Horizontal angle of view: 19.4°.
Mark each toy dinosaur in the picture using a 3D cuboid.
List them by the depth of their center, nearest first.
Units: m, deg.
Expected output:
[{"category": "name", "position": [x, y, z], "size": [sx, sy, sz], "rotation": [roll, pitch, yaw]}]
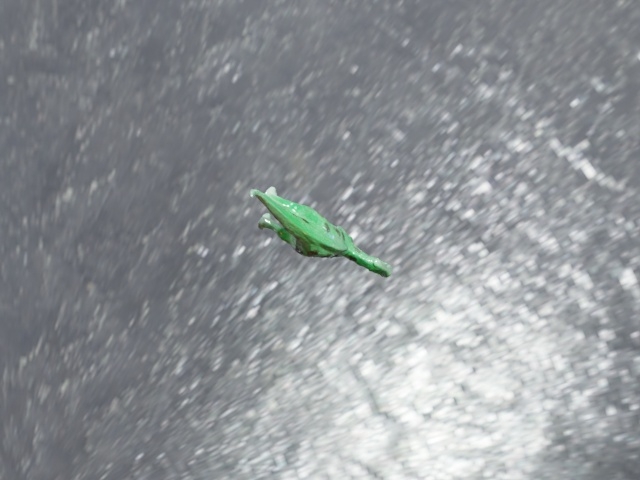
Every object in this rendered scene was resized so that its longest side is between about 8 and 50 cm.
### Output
[{"category": "toy dinosaur", "position": [0.000, 0.000, 0.818], "size": [0.062, 0.083, 0.021], "rotation": [30, 94, 12]}]
